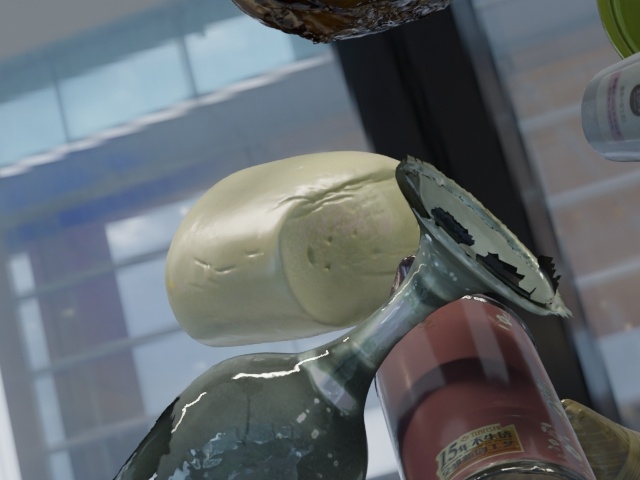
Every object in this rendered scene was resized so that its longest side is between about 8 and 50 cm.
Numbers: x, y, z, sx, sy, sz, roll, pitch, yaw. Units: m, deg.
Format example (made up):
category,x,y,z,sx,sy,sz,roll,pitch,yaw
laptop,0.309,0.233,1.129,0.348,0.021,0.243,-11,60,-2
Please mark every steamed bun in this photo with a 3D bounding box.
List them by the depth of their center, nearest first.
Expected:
category,x,y,z,sx,sy,sz,roll,pitch,yaw
steamed bun,0.000,0.000,1.642,0.250,0.154,0.200,-21,7,-43

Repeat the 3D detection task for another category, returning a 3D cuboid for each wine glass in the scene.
category,x,y,z,sx,sy,sz,roll,pitch,yaw
wine glass,0.001,0.101,1.142,0.321,0.143,0.143,-47,-26,13

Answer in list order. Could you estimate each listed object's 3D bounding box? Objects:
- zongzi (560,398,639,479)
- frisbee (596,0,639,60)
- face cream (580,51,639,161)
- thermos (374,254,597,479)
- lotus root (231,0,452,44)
category,x,y,z,sx,sy,sz,roll,pitch,yaw
zongzi,0.292,0.205,1.694,0.134,0.288,0.286,-17,21,25
frisbee,0.346,-0.231,1.587,0.236,0.236,0.017,-22,-16,26
face cream,0.242,-0.095,1.218,0.057,0.084,0.198,1,-6,-21
thermos,0.106,0.117,1.161,0.136,0.330,0.109,30,-74,-16
lotus root,0.021,-0.255,1.444,0.272,0.192,0.272,-21,2,1
